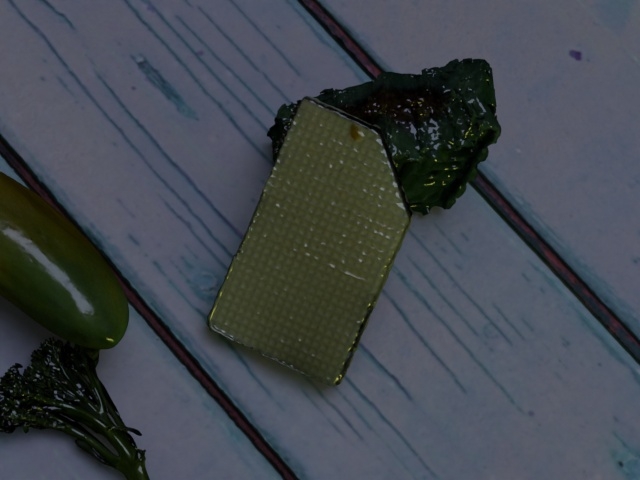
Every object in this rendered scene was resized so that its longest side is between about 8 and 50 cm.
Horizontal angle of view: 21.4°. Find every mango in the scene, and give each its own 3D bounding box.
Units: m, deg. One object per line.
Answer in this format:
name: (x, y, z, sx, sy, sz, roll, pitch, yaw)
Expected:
mango: (-0.269, 0.016, 1.593, 0.237, 0.137, 0.091, 41, 104, 5)

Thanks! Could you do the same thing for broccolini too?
broccolini: (-0.216, 0.207, 1.533, 0.123, 0.062, 0.271, -15, 63, -18)

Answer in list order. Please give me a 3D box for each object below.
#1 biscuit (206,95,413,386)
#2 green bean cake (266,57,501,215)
biscuit: (0.000, 0.000, 1.646, 0.150, 0.052, 0.252, 22, 97, 3)
green bean cake: (0.061, -0.104, 1.717, 0.208, 0.193, 0.107, 1, 68, -14)
